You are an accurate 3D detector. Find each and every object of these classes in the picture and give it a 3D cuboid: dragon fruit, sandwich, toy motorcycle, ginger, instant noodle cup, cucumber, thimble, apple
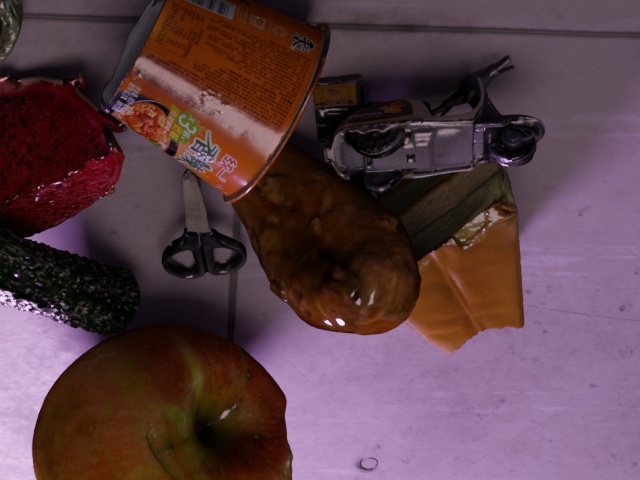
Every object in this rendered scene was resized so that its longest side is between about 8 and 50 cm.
[{"bbox_3d":[-0.341,-0.105,1.862,0.274,0.161,0.126,-26,162,9],"label":"dragon fruit"},{"bbox_3d":[0.193,0.007,1.984,0.227,0.155,0.198,-36,127,25],"label":"sandwich"},{"bbox_3d":[0.126,-0.134,1.850,0.263,0.157,0.091,-5,135,2],"label":"toy motorcycle"},{"bbox_3d":[0.000,0.000,1.882,0.165,0.321,0.172,-47,146,0],"label":"ginger"},{"bbox_3d":[-0.123,-0.178,1.751,0.182,0.230,0.230,27,125,-16],"label":"instant noodle cup"},{"bbox_3d":[-0.333,0.047,1.895,0.096,0.096,0.359,-24,163,16],"label":"cucumber"},{"bbox_3d":[-0.375,-0.243,1.764,0.084,0.062,0.110,29,123,-26],"label":"thimble"},{"bbox_3d":[-0.206,0.280,2.082,0.339,0.339,0.340,-3,132,-3],"label":"apple"}]

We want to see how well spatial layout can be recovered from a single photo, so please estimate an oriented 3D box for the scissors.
[{"bbox_3d":[-0.150,-0.019,1.941,0.109,0.022,0.300,-6,155,-2],"label":"scissors"}]
